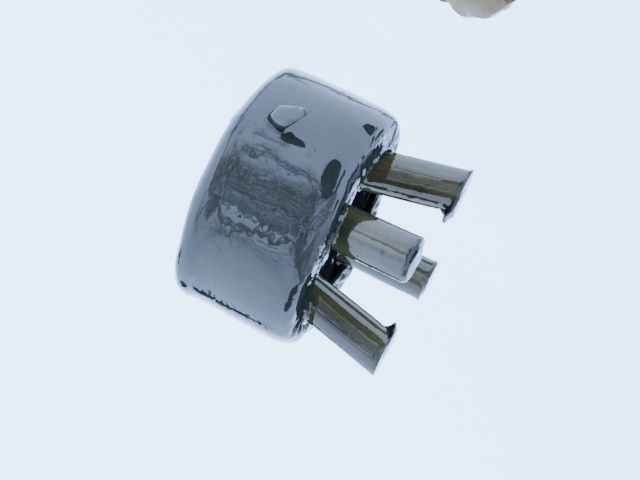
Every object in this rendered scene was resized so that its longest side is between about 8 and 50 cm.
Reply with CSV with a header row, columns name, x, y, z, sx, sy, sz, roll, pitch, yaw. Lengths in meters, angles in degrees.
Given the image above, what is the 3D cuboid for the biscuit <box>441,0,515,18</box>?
name,x,y,z,sx,sy,sz,roll,pitch,yaw
biscuit,0.097,-0.186,0.633,0.228,0.031,0.176,-37,70,-22

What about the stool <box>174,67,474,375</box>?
name,x,y,z,sx,sy,sz,roll,pitch,yaw
stool,0.004,-0.008,0.962,0.139,0.153,0.228,26,-4,10
